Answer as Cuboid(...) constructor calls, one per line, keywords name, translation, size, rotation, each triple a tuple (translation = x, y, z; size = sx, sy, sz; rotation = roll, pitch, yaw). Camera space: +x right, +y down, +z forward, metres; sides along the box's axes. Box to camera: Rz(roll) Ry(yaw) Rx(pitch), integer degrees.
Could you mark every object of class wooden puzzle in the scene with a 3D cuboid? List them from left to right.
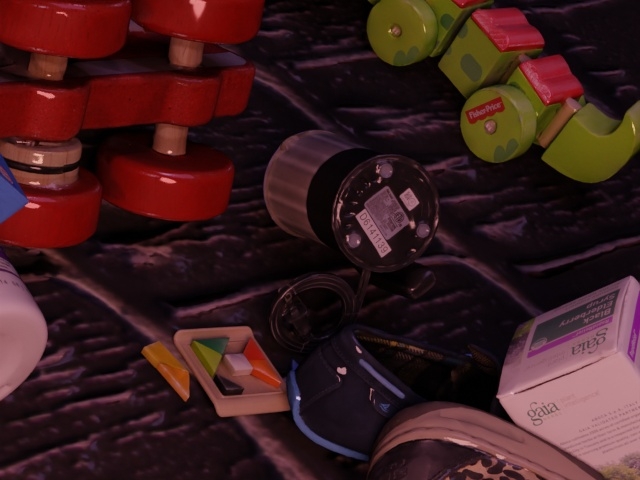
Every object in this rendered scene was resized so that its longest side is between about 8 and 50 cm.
Cuboid(name="wooden puzzle", translation=(-0.058, 0.086, 1.289), size=(0.116, 0.014, 0.078), rotation=(-8, 51, -45))

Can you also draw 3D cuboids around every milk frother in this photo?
Cuboid(name="milk frother", translation=(0.000, 0.000, 1.380), size=(0.143, 0.129, 0.135), rotation=(-21, 17, -18))

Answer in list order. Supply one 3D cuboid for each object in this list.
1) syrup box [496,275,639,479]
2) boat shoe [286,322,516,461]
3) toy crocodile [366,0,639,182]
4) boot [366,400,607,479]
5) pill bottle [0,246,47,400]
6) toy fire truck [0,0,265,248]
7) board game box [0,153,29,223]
Cuboid(name="syrup box", translation=(0.223, 0.149, 1.276), size=(0.237, 0.093, 0.096), rotation=(54, 30, -17))
Cuboid(name="boat shoe", translation=(0.104, 0.120, 1.303), size=(0.258, 0.089, 0.109), rotation=(11, 39, -34))
Cuboid(name="toy crocodile", translation=(0.145, -0.170, 1.695), size=(0.340, 0.105, 0.115), rotation=(47, 36, 22))
Cuboid(name="boot", translation=(0.173, 0.267, 1.130), size=(0.377, 0.138, 0.284), rotation=(28, 33, 1))
Cuboid(name="pill bottle", translation=(-0.252, 0.008, 1.148), size=(0.108, 0.108, 0.193), rotation=(-6, 49, -43))
Cuboid(name="toy fire truck", translation=(-0.200, -0.124, 1.341), size=(0.254, 0.169, 0.302), rotation=(26, 24, 37))
Cuboid(name="board game box", translation=(-0.290, -0.024, 1.083), size=(0.160, 0.210, 0.047), rotation=(56, 3, 30))
